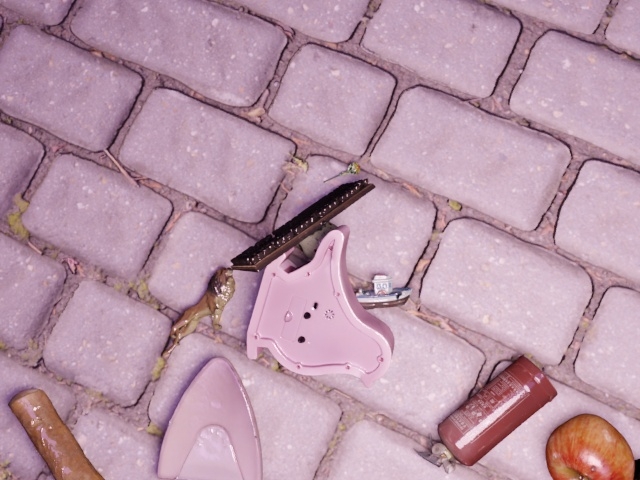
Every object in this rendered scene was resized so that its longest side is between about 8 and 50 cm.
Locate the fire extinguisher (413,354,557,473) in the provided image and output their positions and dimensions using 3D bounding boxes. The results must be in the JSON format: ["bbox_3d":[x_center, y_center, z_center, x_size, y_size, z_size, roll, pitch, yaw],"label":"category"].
[{"bbox_3d":[0.298,0.330,1.114,0.269,0.105,0.105,-40,78,-2],"label":"fire extinguisher"}]

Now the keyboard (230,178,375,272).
[{"bbox_3d":[-0.028,-0.034,1.141,0.317,0.106,0.027,-36,110,-32],"label":"keyboard"}]

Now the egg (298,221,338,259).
[{"bbox_3d":[0.000,0.000,1.207,0.110,0.085,0.085,37,85,16],"label":"egg"}]

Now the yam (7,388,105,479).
[{"bbox_3d":[-0.488,0.438,1.184,0.081,0.081,0.356,-38,80,-2],"label":"yam"}]

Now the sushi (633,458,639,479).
[{"bbox_3d":[0.596,0.490,1.034,0.124,0.127,0.225,-8,77,5],"label":"sushi"}]

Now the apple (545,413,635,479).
[{"bbox_3d":[0.471,0.381,1.061,0.131,0.146,0.146,-27,73,-44],"label":"apple"}]

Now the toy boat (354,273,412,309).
[{"bbox_3d":[0.109,0.099,1.189,0.140,0.059,0.066,-2,98,5],"label":"toy boat"}]

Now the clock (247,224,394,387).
[{"bbox_3d":[0.019,0.115,1.137,0.276,0.080,0.290,16,105,10],"label":"clock"}]

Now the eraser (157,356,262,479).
[{"bbox_3d":[-0.201,0.348,1.177,0.204,0.059,0.243,4,84,7],"label":"eraser"}]

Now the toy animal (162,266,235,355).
[{"bbox_3d":[-0.236,0.153,1.216,0.086,0.069,0.220,37,80,32],"label":"toy animal"}]

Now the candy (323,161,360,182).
[{"bbox_3d":[0.043,-0.140,1.263,0.083,0.025,0.023,-20,35,10],"label":"candy"}]
